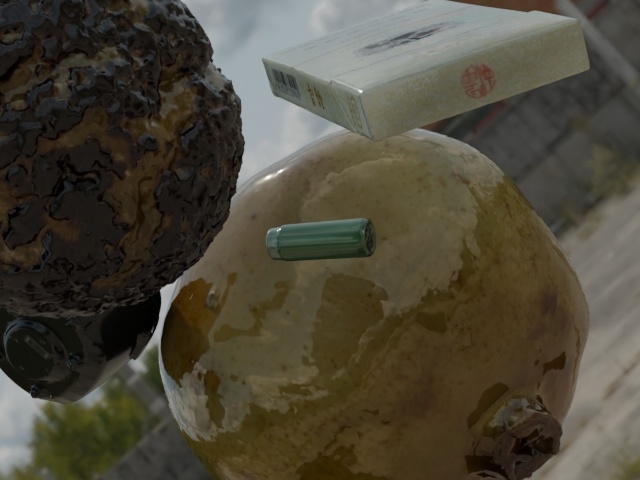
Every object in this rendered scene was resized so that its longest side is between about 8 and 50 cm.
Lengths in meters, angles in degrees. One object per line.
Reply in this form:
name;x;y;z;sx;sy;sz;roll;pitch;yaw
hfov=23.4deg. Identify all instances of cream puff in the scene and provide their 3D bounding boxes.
cream puff;-0.150;-0.073;0.906;0.165;0.239;0.239;-24;8;37

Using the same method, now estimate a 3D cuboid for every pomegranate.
pomegranate;0.056;0.100;1.424;0.417;0.416;0.416;-42;-4;-4

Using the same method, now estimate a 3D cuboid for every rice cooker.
rice cooker;-0.224;0.066;1.397;0.118;0.142;0.203;-48;-1;-41

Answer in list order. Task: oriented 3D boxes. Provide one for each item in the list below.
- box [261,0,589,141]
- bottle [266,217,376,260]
box;0.037;-0.074;0.643;0.090;0.024;0.167;-20;15;-10
bottle;0.000;0.000;1.199;0.083;0.030;0.030;-4;12;22
